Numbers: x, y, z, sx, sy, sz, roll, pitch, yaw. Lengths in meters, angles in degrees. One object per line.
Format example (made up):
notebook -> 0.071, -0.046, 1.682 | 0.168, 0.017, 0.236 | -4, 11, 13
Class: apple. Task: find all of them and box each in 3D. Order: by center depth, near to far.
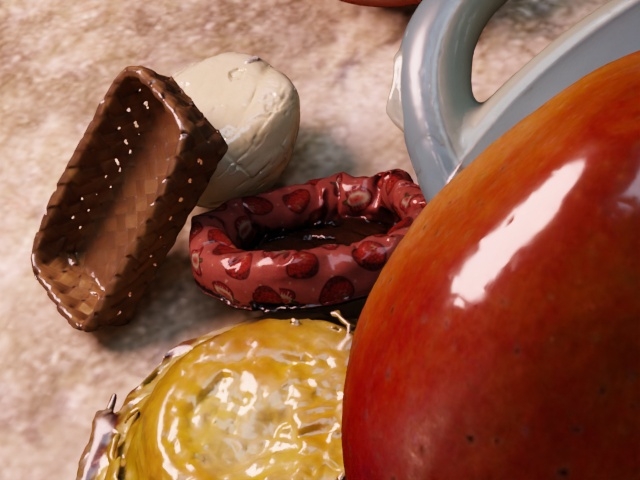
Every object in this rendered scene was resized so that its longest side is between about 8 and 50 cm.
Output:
apple -> 0.201, 0.078, 0.910 | 0.329, 0.364, 0.295 | -9, 40, -44

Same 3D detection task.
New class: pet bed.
pet bed -> 0.000, 0.000, 1.191 | 0.201, 0.053, 0.201 | -9, 21, 3

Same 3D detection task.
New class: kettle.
kettle -> 0.217, -0.074, 1.116 | 0.342, 0.247, 0.319 | -24, 79, -3

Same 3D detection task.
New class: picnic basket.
picnic basket -> -0.142, -0.029, 1.223 | 0.110, 0.055, 0.193 | 49, 117, 35

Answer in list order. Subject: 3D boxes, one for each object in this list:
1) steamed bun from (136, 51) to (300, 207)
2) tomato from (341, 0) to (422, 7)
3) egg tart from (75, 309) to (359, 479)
steamed bun -> -0.075, -0.078, 1.293 | 0.130, 0.091, 0.112 | -40, 57, -20
tomato -> 0.062, -0.270, 1.416 | 0.199, 0.112, 0.228 | -15, 52, 14
egg tart -> -0.025, 0.141, 1.084 | 0.295, 0.116, 0.294 | -6, 51, 7
